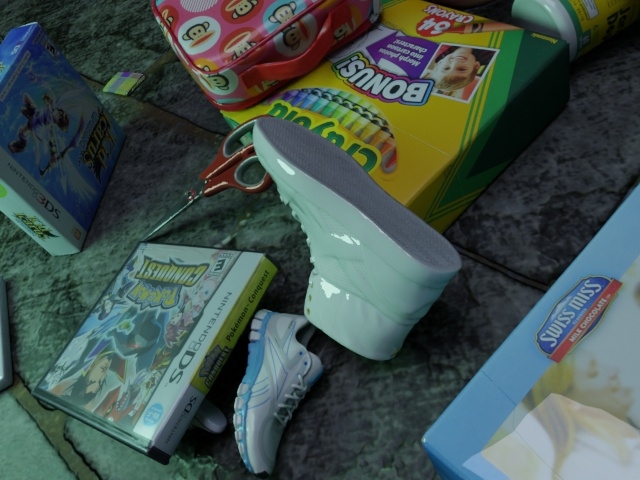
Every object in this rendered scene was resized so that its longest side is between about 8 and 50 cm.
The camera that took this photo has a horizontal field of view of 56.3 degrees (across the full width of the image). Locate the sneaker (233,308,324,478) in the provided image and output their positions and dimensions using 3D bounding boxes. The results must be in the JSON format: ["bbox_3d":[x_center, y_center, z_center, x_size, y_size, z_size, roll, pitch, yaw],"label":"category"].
[{"bbox_3d":[-0.039,0.154,0.640,0.082,0.071,0.191,-5,52,13],"label":"sneaker"}]

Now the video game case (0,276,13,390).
[{"bbox_3d":[-0.545,0.172,0.874,0.193,0.023,0.212,-31,48,-2],"label":"video game case"}]

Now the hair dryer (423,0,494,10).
[{"bbox_3d":[0.252,-0.401,0.874,0.223,0.080,0.293,-15,25,14],"label":"hair dryer"}]

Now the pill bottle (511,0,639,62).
[{"bbox_3d":[0.377,-0.332,0.807,0.208,0.118,0.118,-32,48,-3],"label":"pill bottle"}]

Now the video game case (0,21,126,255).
[{"bbox_3d":[-0.426,-0.155,0.932,0.061,0.244,0.270,-7,52,17],"label":"video game case"}]

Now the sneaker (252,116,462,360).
[{"bbox_3d":[0.000,0.000,0.660,0.108,0.169,0.292,-12,48,-43],"label":"sneaker"}]

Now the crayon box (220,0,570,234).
[{"bbox_3d":[0.089,-0.186,0.823,0.313,0.106,0.363,-44,50,-13],"label":"crayon box"}]

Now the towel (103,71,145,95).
[{"bbox_3d":[-0.395,-0.314,1.201,0.083,0.009,0.060,15,62,33],"label":"towel"}]

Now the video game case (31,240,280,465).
[{"bbox_3d":[-0.208,0.112,0.730,0.274,0.035,0.248,4,55,41],"label":"video game case"}]

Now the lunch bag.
[{"bbox_3d":[-0.070,-0.326,0.846,0.293,0.120,0.258,-33,60,-1],"label":"lunch bag"}]

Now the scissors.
[{"bbox_3d":[-0.166,-0.080,0.842,0.297,0.021,0.109,-21,67,33],"label":"scissors"}]

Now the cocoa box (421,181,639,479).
[{"bbox_3d":[0.281,0.118,0.419,0.347,0.228,0.231,-45,50,-14],"label":"cocoa box"}]

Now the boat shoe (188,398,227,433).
[{"bbox_3d":[-0.146,0.196,0.679,0.100,0.035,0.035,26,95,32],"label":"boat shoe"}]
